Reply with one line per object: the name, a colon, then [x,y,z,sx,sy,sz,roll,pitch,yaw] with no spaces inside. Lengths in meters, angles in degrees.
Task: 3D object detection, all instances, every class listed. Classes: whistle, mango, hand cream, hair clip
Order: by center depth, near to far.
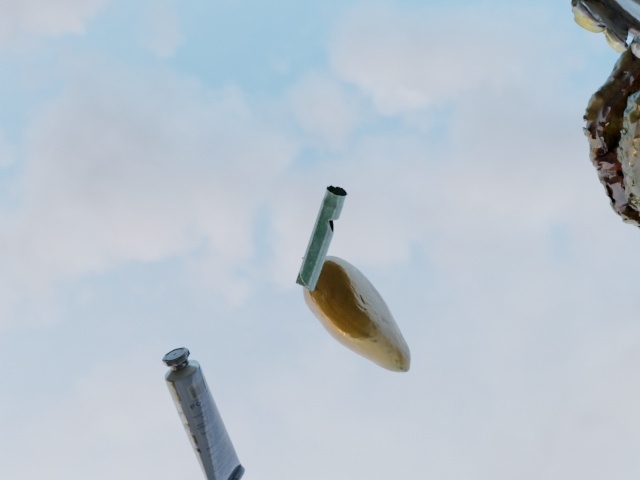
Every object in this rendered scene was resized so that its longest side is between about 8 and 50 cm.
hair clip: [0.289,-0.208,0.615,0.172,0.049,0.116,36,-134,2]
hand cream: [-0.174,0.280,1.009,0.055,0.256,0.088,-10,-159,24]
whistle: [0.000,0.000,1.089,0.039,0.039,0.186,33,-61,26]
mango: [0.073,0.148,1.355,0.119,0.176,0.317,-42,-80,18]

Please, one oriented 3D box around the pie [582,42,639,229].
pie: [0.575,-0.143,0.873,0.395,0.418,0.180,-50,-155,18]
